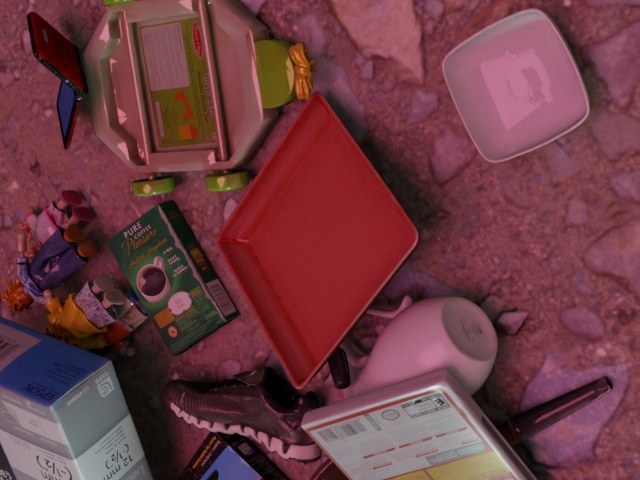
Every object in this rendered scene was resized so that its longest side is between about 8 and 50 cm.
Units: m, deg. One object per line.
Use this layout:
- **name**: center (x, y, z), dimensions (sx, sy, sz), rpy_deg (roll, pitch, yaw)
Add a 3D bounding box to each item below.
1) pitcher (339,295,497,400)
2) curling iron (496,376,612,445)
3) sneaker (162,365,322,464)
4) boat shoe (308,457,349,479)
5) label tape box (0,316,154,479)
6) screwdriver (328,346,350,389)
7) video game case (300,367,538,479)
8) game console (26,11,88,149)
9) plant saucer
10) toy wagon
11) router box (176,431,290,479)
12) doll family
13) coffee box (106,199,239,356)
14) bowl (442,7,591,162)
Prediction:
- **pitcher**: center (0.100, 0.129, 1.402), dimensions (0.207, 0.125, 0.177), rpy_deg (-42, 65, 42)
- **curling iron**: center (0.217, 0.214, 1.395), dimensions (0.274, 0.035, 0.068), rpy_deg (-25, 89, 32)
- **sneaker**: center (-0.097, 0.206, 1.553), dimensions (0.234, 0.078, 0.106), rpy_deg (16, 107, 22)
- **boat shoe**: center (0.019, 0.409, 1.521), dimensions (0.111, 0.104, 0.307), rpy_deg (22, 95, 33)
- **label tape box**: center (-0.359, 0.293, 1.625), dimensions (0.249, 0.115, 0.347), rpy_deg (14, 128, 37)
- **screwdriver**: center (0.015, 0.106, 1.452), dimensions (0.024, 0.025, 0.170), rpy_deg (124, 147, -46)
- **video game case**: center (0.138, 0.275, 1.385), dimensions (0.204, 0.025, 0.285), rpy_deg (-23, 119, 32)
- **game console**: center (-0.355, -0.210, 1.549), dimensions (0.085, 0.124, 0.144), rpy_deg (-42, 35, 11)
- **plant saucer**: center (0.000, 0.000, 1.414), dimensions (0.259, 0.048, 0.258), rpy_deg (-53, 50, 28)
- **toy wagon**: center (-0.146, -0.195, 1.483), dimensions (0.344, 0.068, 0.267), rpy_deg (-2, 102, 30)
- **router box**: center (-0.132, 0.354, 1.624), dimensions (0.133, 0.046, 0.179), rpy_deg (41, 119, 15)
- **doll family**: center (-0.360, 0.066, 1.640), dimensions (0.163, 0.118, 0.263), rpy_deg (-41, 81, 31)
- **coffee box**: center (-0.198, 0.050, 1.589), dimensions (0.113, 0.040, 0.184), rpy_deg (-35, 84, 31)
- **bowl**: center (0.218, -0.170, 1.288), dimensions (0.142, 0.053, 0.142), rpy_deg (-25, 89, 33)
